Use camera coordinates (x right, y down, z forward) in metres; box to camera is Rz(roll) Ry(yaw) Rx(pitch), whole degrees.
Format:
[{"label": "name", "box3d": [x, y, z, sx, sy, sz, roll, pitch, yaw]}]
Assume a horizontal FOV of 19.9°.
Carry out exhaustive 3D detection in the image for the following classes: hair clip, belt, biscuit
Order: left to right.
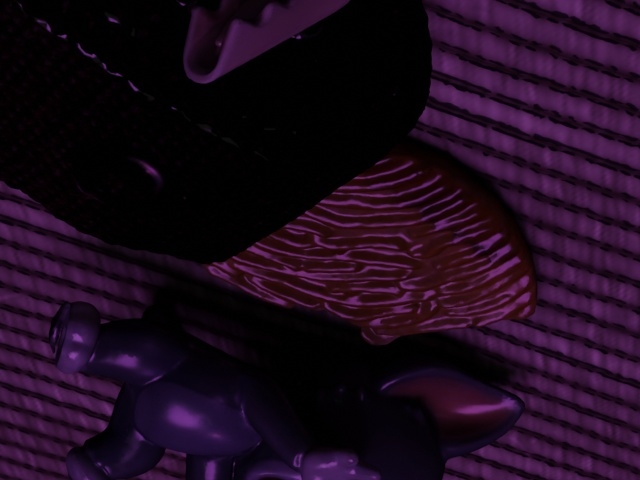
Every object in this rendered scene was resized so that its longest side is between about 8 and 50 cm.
[{"label": "belt", "box3d": [-0.087, -0.121, 0.750, 0.289, 0.184, 0.164, 31, 145, -24]}, {"label": "biscuit", "box3d": [0.000, 0.001, 0.992, 0.228, 0.031, 0.176, -2, 137, 12]}, {"label": "hair clip", "box3d": [0.023, -0.140, 0.707, 0.034, 0.226, 0.072, 20, 161, 40]}]

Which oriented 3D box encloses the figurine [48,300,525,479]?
[{"label": "figurine", "box3d": [-0.045, 0.115, 1.058, 0.265, 0.140, 0.193, 31, 126, -10]}]
